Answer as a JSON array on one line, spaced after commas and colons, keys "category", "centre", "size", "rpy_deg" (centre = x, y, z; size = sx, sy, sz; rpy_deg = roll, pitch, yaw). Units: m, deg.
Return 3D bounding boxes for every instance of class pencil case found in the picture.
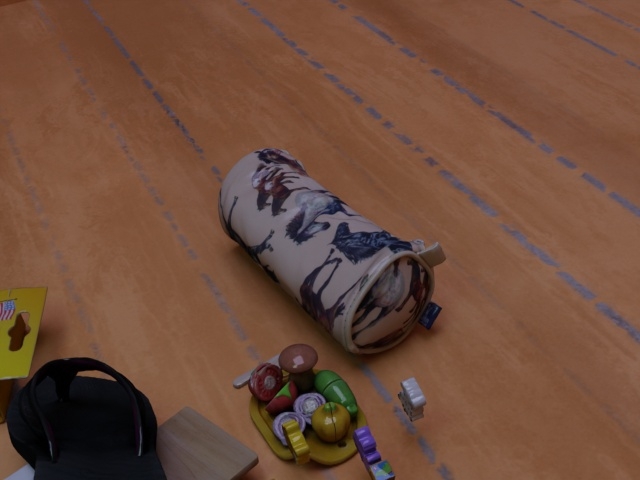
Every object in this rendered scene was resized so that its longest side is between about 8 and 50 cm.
[{"category": "pencil case", "centre": [0.000, 0.000, 1.369], "size": [0.183, 0.160, 0.410], "rpy_deg": [-37, 43, -13]}]

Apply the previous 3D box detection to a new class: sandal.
[{"category": "sandal", "centre": [-0.255, 0.203, 1.030], "size": [0.168, 0.107, 0.446], "rpy_deg": [-7, 12, -22]}]

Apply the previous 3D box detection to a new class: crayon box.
[{"category": "crayon box", "centre": [-0.539, 0.171, 1.284], "size": [0.319, 0.081, 0.202], "rpy_deg": [-8, 36, -1]}]

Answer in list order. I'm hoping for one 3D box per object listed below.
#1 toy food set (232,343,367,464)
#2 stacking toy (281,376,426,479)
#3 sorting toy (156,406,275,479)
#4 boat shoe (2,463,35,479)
[{"category": "toy food set", "centre": [-0.029, 0.191, 1.185], "size": [0.128, 0.071, 0.218], "rpy_deg": [-22, 38, -21]}, {"category": "stacking toy", "centre": [0.071, 0.275, 1.049], "size": [0.167, 0.052, 0.221], "rpy_deg": [-19, 58, -13]}, {"category": "sorting toy", "centre": [-0.156, 0.281, 1.100], "size": [0.275, 0.046, 0.132], "rpy_deg": [25, 46, 37]}, {"category": "boat shoe", "centre": [-0.364, 0.341, 1.000], "size": [0.094, 0.109, 0.302], "rpy_deg": [23, 42, 31]}]
